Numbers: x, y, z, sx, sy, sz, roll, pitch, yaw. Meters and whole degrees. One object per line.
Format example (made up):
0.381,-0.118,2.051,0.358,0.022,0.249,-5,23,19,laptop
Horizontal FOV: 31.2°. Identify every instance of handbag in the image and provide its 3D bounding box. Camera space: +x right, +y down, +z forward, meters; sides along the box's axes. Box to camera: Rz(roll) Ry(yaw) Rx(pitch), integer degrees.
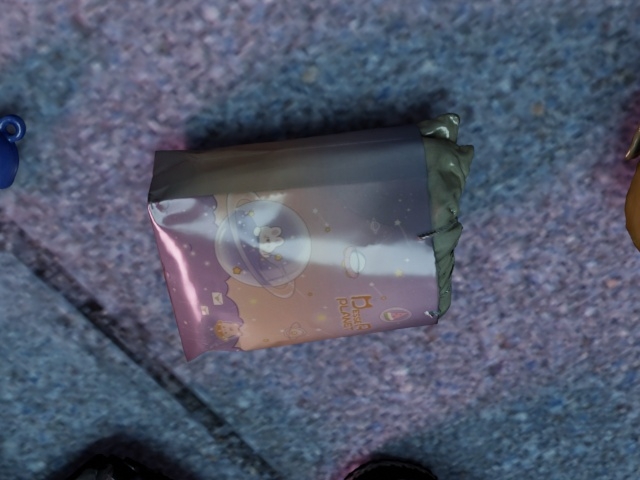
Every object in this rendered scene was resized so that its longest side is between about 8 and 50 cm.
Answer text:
0.000,0.000,0.615,0.173,0.095,0.117,-9,127,0,handbag

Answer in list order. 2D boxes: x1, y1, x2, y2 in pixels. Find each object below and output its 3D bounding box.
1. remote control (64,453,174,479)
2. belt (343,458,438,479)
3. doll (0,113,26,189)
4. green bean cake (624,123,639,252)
-0.231,0.276,0.775,0.399,0.062,0.144,-38,119,17,remote control
0.130,0.281,0.816,0.126,0.094,0.359,-35,123,9,belt
-0.207,-0.019,0.592,0.143,0.057,0.098,-37,100,13,doll
0.320,0.002,0.536,0.285,0.310,0.202,7,123,-16,green bean cake
